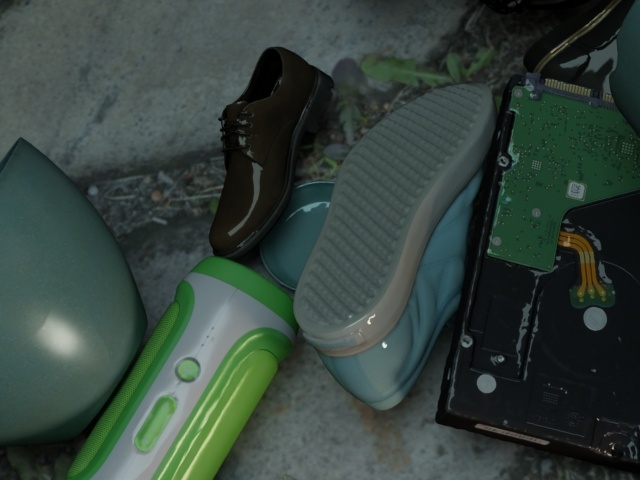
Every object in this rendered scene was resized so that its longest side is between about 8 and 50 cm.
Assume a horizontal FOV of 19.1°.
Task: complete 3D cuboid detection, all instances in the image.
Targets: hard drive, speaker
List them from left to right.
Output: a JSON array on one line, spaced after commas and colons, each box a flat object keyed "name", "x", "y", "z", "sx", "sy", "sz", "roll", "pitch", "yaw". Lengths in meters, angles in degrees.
[{"name": "speaker", "x": -0.135, "y": 0.165, "z": 1.752, "sx": 0.131, "sy": 0.131, "sz": 0.296, "roll": 25, "pitch": 74, "yaw": 20}, {"name": "hard drive", "x": 0.251, "y": 0.031, "z": 1.737, "sx": 0.237, "sy": 0.064, "sz": 0.339, "roll": 14, "pitch": 72, "yaw": -4}]

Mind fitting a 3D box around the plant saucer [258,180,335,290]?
[{"name": "plant saucer", "x": 0.000, "y": 0.000, "z": 1.859, "sx": 0.119, "sy": 0.021, "sz": 0.119, "roll": -4, "pitch": 66, "yaw": 9}]

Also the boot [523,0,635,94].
[{"name": "boot", "x": 0.316, "y": -0.178, "z": 1.855, "sx": 0.198, "sy": 0.077, "sz": 0.137, "roll": -36, "pitch": 69, "yaw": 9}]

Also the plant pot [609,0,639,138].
[{"name": "plant pot", "x": 0.433, "y": -0.091, "z": 1.581, "sx": 0.341, "sy": 0.341, "sz": 0.334, "roll": -34, "pitch": 55, "yaw": -5}]

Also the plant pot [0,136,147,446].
[{"name": "plant pot", "x": -0.277, "y": 0.078, "z": 1.766, "sx": 0.195, "sy": 0.290, "sz": 0.290, "roll": 34, "pitch": 74, "yaw": -12}]

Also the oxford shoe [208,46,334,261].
[{"name": "oxford shoe", "x": -0.071, "y": -0.087, "z": 1.860, "sx": 0.083, "sy": 0.096, "sz": 0.227, "roll": -5, "pitch": 58, "yaw": 45}]

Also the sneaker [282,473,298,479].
[{"name": "sneaker", "x": -0.068, "y": 0.294, "z": 1.727, "sx": 0.185, "sy": 0.069, "sz": 0.084, "roll": -40, "pitch": 57, "yaw": -14}]

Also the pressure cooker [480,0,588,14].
[{"name": "pressure cooker", "x": 0.179, "y": -0.419, "z": 1.816, "sx": 0.375, "sy": 0.370, "sz": 0.420, "roll": 25, "pitch": 75, "yaw": 15}]

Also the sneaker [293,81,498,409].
[{"name": "sneaker", "x": 0.085, "y": 0.005, "z": 1.798, "sx": 0.135, "sy": 0.150, "sz": 0.366, "roll": 3, "pitch": 45, "yaw": 33}]
